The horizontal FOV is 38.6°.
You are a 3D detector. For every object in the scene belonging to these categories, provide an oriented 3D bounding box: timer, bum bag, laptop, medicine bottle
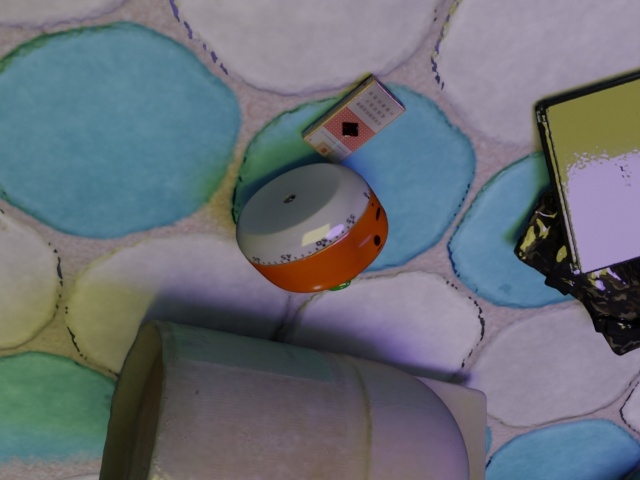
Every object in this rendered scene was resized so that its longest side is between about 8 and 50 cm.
[{"bbox_3d":[0.000,0.000,0.829,0.136,0.099,0.136,3,133,3],"label":"timer"},{"bbox_3d":[0.293,0.035,0.937,0.102,0.069,0.248,-32,115,34],"label":"bum bag"},{"bbox_3d":[0.278,-0.062,0.849,0.129,0.016,0.180,-17,113,4],"label":"laptop"},{"bbox_3d":[-0.003,0.231,0.941,0.406,0.235,0.235,14,127,-21],"label":"medicine bottle"}]

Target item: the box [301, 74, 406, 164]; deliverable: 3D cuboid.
[{"bbox_3d":[0.029,-0.104,0.801,0.083,0.012,0.046,-37,128,21],"label":"box"}]
